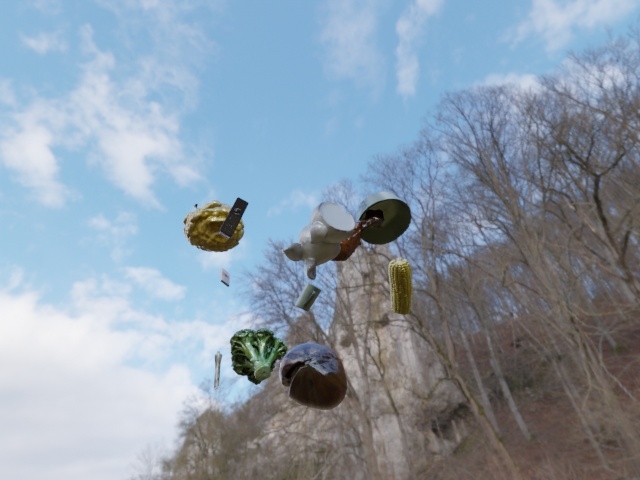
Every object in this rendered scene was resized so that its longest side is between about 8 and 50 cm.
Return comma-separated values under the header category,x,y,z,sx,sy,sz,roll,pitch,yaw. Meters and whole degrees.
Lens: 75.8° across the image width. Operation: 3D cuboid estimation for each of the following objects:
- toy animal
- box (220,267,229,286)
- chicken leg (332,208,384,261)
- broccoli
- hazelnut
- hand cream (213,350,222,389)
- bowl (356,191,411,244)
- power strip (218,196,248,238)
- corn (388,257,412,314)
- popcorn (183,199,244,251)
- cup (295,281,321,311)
category,x,y,z,sx,sy,sz,roll,pitch,yaw
toy animal,-0.001,-0.003,1.133,0.127,0.178,0.193,41,-63,5
box,-0.391,0.151,1.684,0.012,0.083,0.046,-37,-57,12
chicken leg,0.121,-0.034,1.419,0.113,0.304,0.093,52,-35,1
broccoli,-0.281,0.510,1.806,0.269,0.269,0.254,33,-90,-31
hazelnut,-0.020,0.461,1.415,0.217,0.252,0.217,-37,-32,-28
hand cream,-0.457,0.574,1.824,0.037,0.165,0.057,16,-34,-30
bowl,0.221,-0.097,1.534,0.212,0.112,0.211,-9,-48,-10
power strip,-0.225,-0.059,1.069,0.038,0.111,0.029,27,-23,-13
corn,0.335,0.193,1.715,0.094,0.093,0.243,-7,-71,3
popcorn,-0.313,-0.041,1.203,0.180,0.170,0.180,-19,-16,-6
cup,-0.034,0.183,1.304,0.054,0.075,0.083,37,-102,-37
